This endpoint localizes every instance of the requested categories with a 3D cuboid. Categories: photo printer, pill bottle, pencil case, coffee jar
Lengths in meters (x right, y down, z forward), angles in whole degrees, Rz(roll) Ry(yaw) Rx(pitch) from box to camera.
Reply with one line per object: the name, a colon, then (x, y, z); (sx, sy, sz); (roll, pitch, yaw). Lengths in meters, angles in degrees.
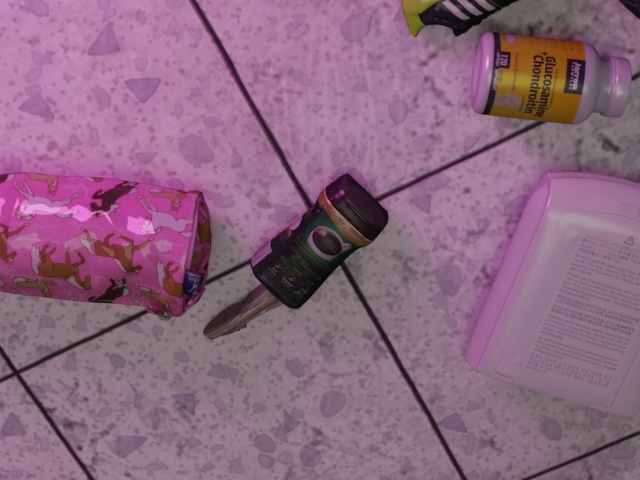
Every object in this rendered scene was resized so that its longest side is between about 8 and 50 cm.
photo printer: (0.362, 0.064, 1.522); (0.256, 0.107, 0.307); (16, 112, -5)
pill bottle: (0.284, -0.199, 1.417); (0.184, 0.103, 0.103); (6, 113, -1)
pencil case: (-0.338, 0.003, 1.492); (0.386, 0.167, 0.160); (6, 145, -1)
coffee jar: (0.000, 0.000, 1.520); (0.184, 0.079, 0.096); (-42, 102, 18)

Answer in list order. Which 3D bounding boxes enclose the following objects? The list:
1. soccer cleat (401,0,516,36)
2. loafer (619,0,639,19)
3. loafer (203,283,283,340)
soccer cleat: (0.190, -0.294, 1.409); (0.179, 0.060, 0.072); (-7, 122, 11)
loafer: (0.382, -0.325, 1.362); (0.268, 0.096, 0.084); (36, 96, -3)
loafer: (-0.105, 0.106, 1.589); (0.125, 0.045, 0.039); (-36, 114, 12)
